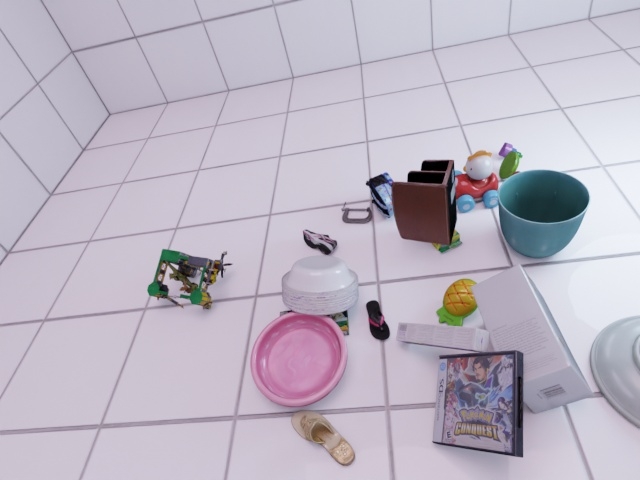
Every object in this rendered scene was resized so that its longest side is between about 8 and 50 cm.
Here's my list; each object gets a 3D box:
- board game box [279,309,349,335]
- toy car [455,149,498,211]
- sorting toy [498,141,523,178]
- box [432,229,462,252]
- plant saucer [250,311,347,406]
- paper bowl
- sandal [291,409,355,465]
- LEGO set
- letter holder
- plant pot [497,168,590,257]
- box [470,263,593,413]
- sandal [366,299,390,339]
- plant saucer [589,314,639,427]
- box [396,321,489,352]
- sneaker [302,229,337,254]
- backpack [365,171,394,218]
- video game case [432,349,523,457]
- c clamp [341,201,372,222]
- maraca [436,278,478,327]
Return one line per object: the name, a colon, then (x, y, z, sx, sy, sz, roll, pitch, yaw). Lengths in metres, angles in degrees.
board game box: (-0.026, 0.305, 1.631, 0.259, 0.030, 0.136, -10, 46, 7)
toy car: (0.648, -0.285, 1.867, 0.210, 0.238, 0.219, -9, 43, 8)
sorting toy: (0.876, -0.300, 1.936, 0.126, 0.127, 0.366, 18, 44, -6)
box: (0.488, -0.029, 1.800, 0.105, 0.043, 0.179, -25, 45, -7)
plant saucer: (-0.068, 0.398, 1.488, 0.331, 0.084, 0.333, -7, 52, 10)
paper bowl: (-0.003, 0.149, 1.615, 0.283, 0.148, 0.284, -3, 17, 1)
sandal: (0.000, 0.568, 1.317, 0.239, 0.079, 0.088, 26, 57, 36)
LEGO set: (-0.540, 0.166, 1.868, 0.330, 0.192, 0.255, -2, 75, 20)
letter holder: (0.400, -0.147, 1.698, 0.214, 0.302, 0.152, 6, 49, 25)
plant pot: (0.795, -0.078, 1.612, 0.292, 0.235, 0.293, -8, 44, 8)
box: (0.604, 0.282, 1.288, 0.168, 0.215, 0.346, -31, 38, 24)
sandal: (0.198, 0.278, 1.577, 0.067, 0.040, 0.179, -16, 43, 1)
plant saucer: (0.982, 0.352, 1.217, 0.399, 0.101, 0.401, -8, 44, 8)
box: (0.365, 0.297, 1.364, 0.324, 0.063, 0.067, -13, 62, 57)
sneaker: (0.000, 0.000, 1.916, 0.178, 0.072, 0.077, 33, 50, 30)
backpack: (0.291, -0.193, 1.944, 0.116, 0.158, 0.173, -27, 46, 0)
video game case: (0.418, 0.430, 1.189, 0.274, 0.035, 0.249, -28, 44, 55)
c clamp: (0.164, -0.130, 2.017, 0.160, 0.022, 0.137, 6, 48, 24)
maraca: (0.477, 0.216, 1.520, 0.127, 0.099, 0.186, 30, 85, 47)
